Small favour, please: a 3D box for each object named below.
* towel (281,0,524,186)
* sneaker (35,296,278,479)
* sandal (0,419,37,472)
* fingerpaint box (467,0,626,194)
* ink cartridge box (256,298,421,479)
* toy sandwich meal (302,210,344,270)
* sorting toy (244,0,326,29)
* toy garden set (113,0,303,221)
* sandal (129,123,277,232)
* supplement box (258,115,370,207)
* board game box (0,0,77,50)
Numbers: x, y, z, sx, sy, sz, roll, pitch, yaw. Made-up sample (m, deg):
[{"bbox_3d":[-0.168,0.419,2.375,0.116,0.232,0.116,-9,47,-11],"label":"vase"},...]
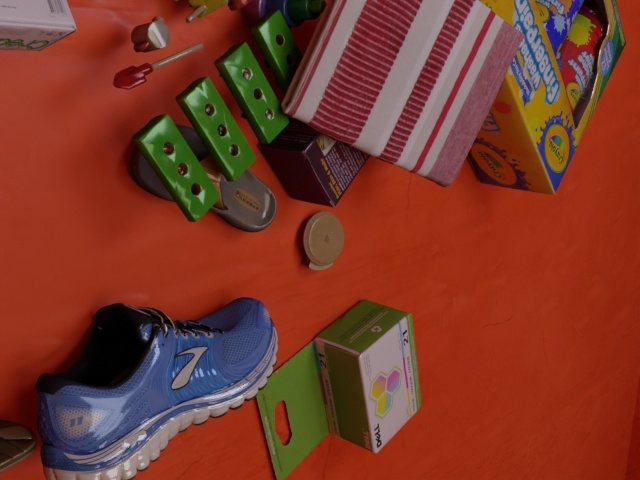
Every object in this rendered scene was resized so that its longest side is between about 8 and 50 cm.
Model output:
[{"bbox_3d":[0.114,-0.215,0.951,0.329,0.037,0.237,16,102,-44],"label":"towel"},{"bbox_3d":[-0.164,0.127,0.822,0.330,0.130,0.147,-31,116,-52],"label":"sneaker"},{"bbox_3d":[-0.348,0.223,0.686,0.180,0.072,0.049,-32,139,-39],"label":"sandal"},{"bbox_3d":[0.343,-0.357,1.265,0.371,0.163,0.445,-59,138,-19],"label":"fingerpaint box"},{"bbox_3d":[0.036,0.235,1.126,0.255,0.097,0.188,-35,126,-40],"label":"ink cartridge box"},{"bbox_3d":[0.000,0.000,1.069,0.086,0.029,0.085,-3,95,-42],"label":"toy sandwich meal"},{"bbox_3d":[0.035,-0.400,0.914,0.127,0.126,0.365,44,66,-47],"label":"sorting toy"},{"bbox_3d":[-0.125,-0.176,0.807,0.244,0.049,0.203,-52,127,-32],"label":"toy garden set"},{"bbox_3d":[-0.120,-0.065,0.873,0.219,0.060,0.090,33,74,-44],"label":"sandal"},{"bbox_3d":[0.017,-0.150,1.000,0.188,0.081,0.104,-55,137,-25],"label":"supplement box"},{"bbox_3d":[-0.310,-0.225,0.485,0.305,0.053,0.192,-25,96,-63],"label":"board game box"}]
